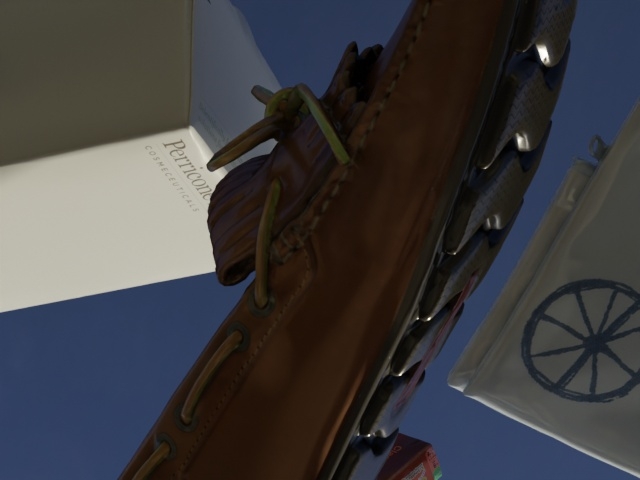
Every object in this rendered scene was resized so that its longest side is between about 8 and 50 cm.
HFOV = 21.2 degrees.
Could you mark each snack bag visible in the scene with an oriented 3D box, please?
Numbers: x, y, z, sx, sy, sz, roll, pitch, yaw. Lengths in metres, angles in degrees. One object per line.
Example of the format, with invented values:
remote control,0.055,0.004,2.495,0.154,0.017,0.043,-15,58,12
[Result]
snack bag,0.298,0.018,1.119,0.323,0.037,0.342,25,-78,-14

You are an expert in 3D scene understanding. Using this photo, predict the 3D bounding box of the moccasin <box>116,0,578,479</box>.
moccasin,0.001,-0.001,0.789,0.147,0.139,0.380,30,-63,13

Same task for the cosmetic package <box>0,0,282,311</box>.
cosmetic package,-0.221,-0.060,1.206,0.366,0.155,0.197,-11,-31,17

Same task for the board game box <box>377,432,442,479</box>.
board game box,-0.076,0.186,0.947,0.145,0.281,0.027,13,-48,46
